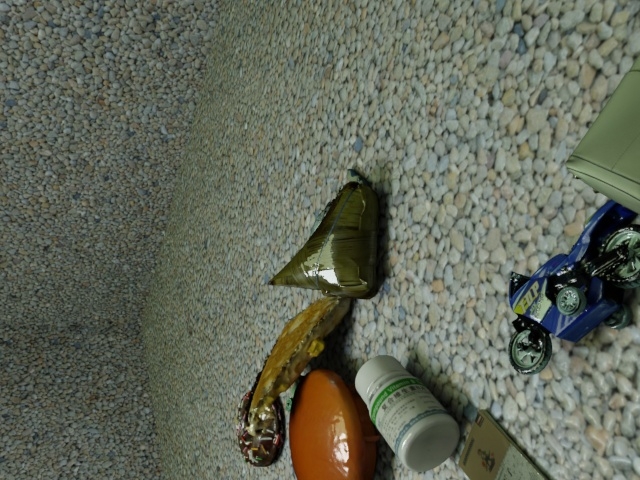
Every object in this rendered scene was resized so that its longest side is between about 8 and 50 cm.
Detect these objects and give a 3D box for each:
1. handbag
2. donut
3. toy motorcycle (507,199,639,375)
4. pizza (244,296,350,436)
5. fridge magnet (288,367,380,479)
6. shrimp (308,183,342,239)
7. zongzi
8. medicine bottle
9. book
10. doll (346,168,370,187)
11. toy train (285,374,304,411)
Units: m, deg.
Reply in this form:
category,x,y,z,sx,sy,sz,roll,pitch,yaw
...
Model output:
category,x,y,z,sx,sy,sz,roll,pitch,yaw
handbag,0.486,-0.176,0.814,0.315,0.109,0.241,-55,35,9
donut,-0.206,0.615,2.083,0.270,0.103,0.269,-178,90,-65
toy motorcycle,0.380,0.066,0.967,0.315,0.113,0.169,-55,31,33
pizza,-0.080,0.313,1.747,0.435,0.080,0.392,-52,7,-11
fridge magnet,0.022,0.503,1.577,0.363,0.155,0.363,-9,79,63
shrimp,0.022,-0.049,1.735,0.090,0.079,0.233,-46,-25,-71
zongzi,0.000,0.000,1.582,0.300,0.138,0.286,0,85,28
medicine bottle,0.173,0.350,1.315,0.237,0.139,0.139,-130,49,-56
book,0.326,0.420,1.134,0.198,0.016,0.138,48,129,55
doll,0.095,-0.155,1.645,0.125,0.027,0.037,-132,44,-55
toy train,-0.041,0.483,1.804,0.118,0.074,0.176,-65,32,30
